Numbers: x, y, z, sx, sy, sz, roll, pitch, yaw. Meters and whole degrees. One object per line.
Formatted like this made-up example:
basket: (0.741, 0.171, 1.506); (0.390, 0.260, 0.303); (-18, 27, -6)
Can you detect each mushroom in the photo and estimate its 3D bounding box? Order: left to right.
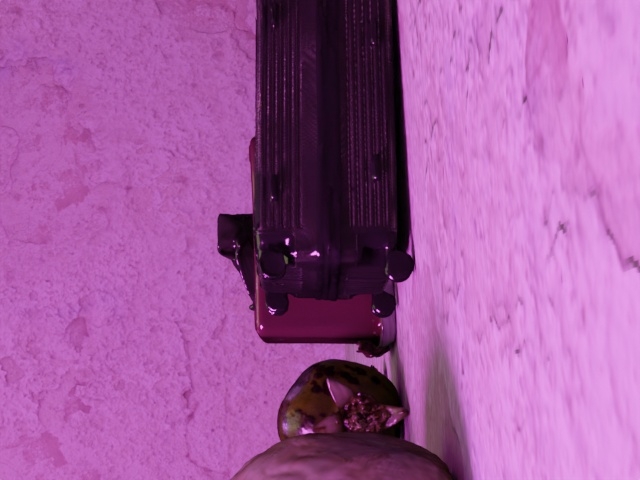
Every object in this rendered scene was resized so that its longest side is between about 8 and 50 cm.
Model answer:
mushroom: (0.006, 0.217, 0.715); (0.267, 0.189, 0.164); (-71, -9, -88)

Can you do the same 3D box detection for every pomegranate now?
pomegranate: (0.023, 0.204, 1.110); (0.169, 0.148, 0.148); (-52, -40, -87)

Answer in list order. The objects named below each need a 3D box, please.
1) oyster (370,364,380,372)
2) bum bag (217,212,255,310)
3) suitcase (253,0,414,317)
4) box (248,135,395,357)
oyster: (0.067, 0.257, 1.349); (0.105, 0.056, 0.177); (-130, 42, -76)
bum bag: (-0.032, 0.026, 1.435); (0.326, 0.079, 0.142); (-2, -106, -50)
suitcase: (0.009, -0.101, 1.059); (0.229, 0.152, 0.335); (96, 174, -76)
box: (0.000, 0.000, 1.247); (0.193, 0.167, 0.294); (102, 165, -80)
